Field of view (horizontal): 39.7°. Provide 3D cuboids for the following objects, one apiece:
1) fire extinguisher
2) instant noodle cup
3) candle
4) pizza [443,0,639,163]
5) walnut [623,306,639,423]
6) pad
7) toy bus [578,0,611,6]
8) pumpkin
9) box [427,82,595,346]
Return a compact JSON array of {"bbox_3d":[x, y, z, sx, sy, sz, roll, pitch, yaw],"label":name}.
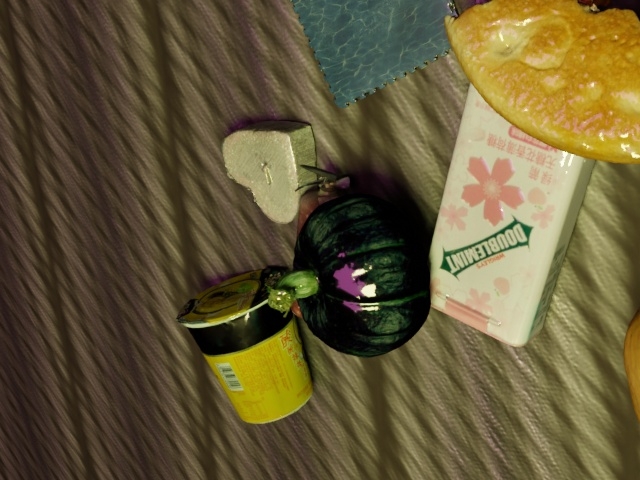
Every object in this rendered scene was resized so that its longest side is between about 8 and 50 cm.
[{"bbox_3d":[0.000,0.000,1.487,0.104,0.104,0.269,22,120,30],"label":"fire extinguisher"},{"bbox_3d":[-0.121,0.196,1.607,0.215,0.215,0.236,-7,110,39],"label":"instant noodle cup"},{"bbox_3d":[-0.076,-0.134,1.516,0.192,0.068,0.168,49,133,10],"label":"candle"},{"bbox_3d":[0.305,-0.207,1.085,0.365,0.074,0.182,31,98,28],"label":"pizza"},{"bbox_3d":[0.489,0.187,1.128,0.203,0.203,0.298,0,111,37],"label":"walnut"},{"bbox_3d":[0.069,-0.367,1.349,0.269,0.012,0.269,-24,93,41],"label":"pad"},{"bbox_3d":[0.348,-0.387,1.074,0.083,0.088,0.195,33,125,24],"label":"toy bus"},{"bbox_3d":[0.030,0.057,1.321,0.248,0.248,0.248,15,116,33],"label":"pumpkin"},{"bbox_3d":[0.270,-0.051,1.261,0.190,0.112,0.370,26,120,27],"label":"box"}]
